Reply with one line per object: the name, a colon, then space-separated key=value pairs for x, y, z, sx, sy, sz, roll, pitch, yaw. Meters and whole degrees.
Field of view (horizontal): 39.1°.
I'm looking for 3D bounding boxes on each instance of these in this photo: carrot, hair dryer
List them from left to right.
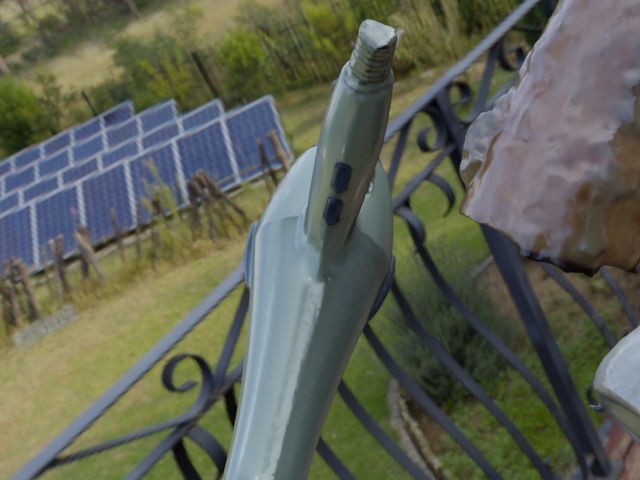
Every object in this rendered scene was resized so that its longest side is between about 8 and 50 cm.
hair dryer: x=-0.009 y=0.039 z=0.613 sx=0.118 sy=0.296 sz=0.298 roll=13 pitch=-12 yaw=1
carrot: x=0.156 y=-0.109 z=0.416 sx=0.102 sy=0.101 sz=0.263 roll=-125 pitch=56 yaw=-69

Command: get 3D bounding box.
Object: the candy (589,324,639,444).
candy: x=0.430 y=0.205 z=0.684 sx=0.186 sy=0.427 sz=0.386 roll=-50 pitch=3 yaw=-5
